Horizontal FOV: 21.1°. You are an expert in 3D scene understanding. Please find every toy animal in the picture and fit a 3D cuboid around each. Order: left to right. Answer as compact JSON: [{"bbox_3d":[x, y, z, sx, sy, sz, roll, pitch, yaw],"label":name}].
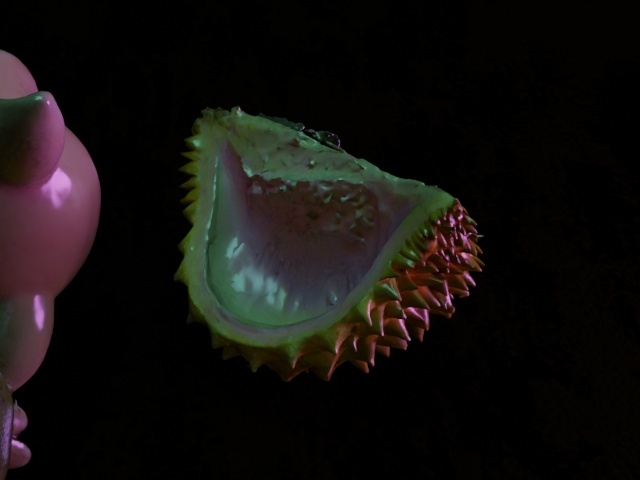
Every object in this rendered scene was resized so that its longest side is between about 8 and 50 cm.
[{"bbox_3d":[-0.236,-0.039,0.913,0.248,0.165,0.149,13,35,17],"label":"toy animal"}]

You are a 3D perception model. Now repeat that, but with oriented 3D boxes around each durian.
[{"bbox_3d":[0.002,0.000,0.949,0.182,0.132,0.165,6,18,13],"label":"durian"}]

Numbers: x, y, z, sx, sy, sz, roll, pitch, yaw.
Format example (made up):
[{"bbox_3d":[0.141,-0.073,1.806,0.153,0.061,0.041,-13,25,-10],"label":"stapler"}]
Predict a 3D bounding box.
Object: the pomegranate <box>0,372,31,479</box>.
[{"bbox_3d":[-0.183,0.090,0.773,0.114,0.115,0.142,25,6,23],"label":"pomegranate"}]
